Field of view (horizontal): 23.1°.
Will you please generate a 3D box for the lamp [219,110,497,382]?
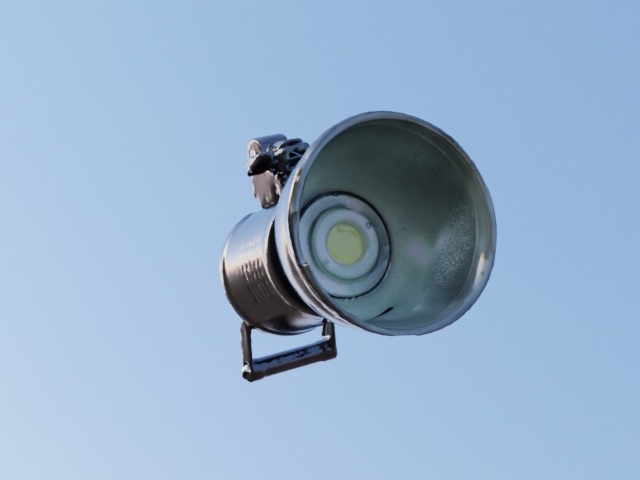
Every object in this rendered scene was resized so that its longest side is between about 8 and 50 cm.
[{"bbox_3d":[0.000,0.000,1.085,0.227,0.147,0.172,-20,-94,64],"label":"lamp"}]
